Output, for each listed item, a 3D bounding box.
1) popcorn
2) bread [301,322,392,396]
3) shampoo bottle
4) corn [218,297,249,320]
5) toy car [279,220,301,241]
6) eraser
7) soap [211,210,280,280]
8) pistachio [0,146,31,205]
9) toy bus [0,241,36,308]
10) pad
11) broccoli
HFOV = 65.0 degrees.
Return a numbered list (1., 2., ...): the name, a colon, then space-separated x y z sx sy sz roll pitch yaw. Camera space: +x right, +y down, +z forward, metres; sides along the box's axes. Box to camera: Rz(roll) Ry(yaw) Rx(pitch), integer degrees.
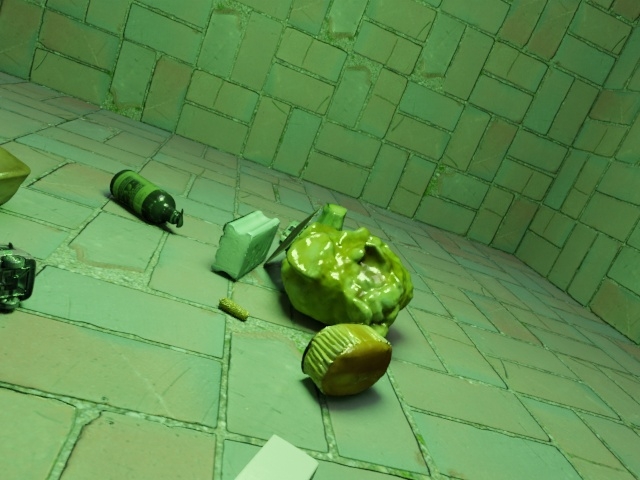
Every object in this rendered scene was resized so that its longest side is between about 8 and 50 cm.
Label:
1. popcorn: 0.059 0.113 1.306 0.334 0.292 0.294 21 -30 19
2. bread: 0.060 0.245 1.025 0.190 0.132 0.114 4 23 -39
3. shampoo bottle: -0.511 -0.117 1.513 0.283 0.101 0.101 30 17 26
4. corn: -0.202 0.157 1.158 0.083 0.028 0.027 30 11 13
5. toy car: -0.087 -0.030 1.853 0.090 0.076 0.224 21 16 1
6. eraser: -0.099 0.343 0.579 0.078 0.076 0.298 27 16 16
7. soap: -0.205 0.009 1.419 0.094 0.150 0.261 21 16 7
8. pistachio: -0.781 -0.137 1.105 0.212 0.163 0.260 -10 16 7
9. toy bus: -0.587 0.062 0.823 0.108 0.096 0.199 26 18 29
10. pad: -0.083 -0.011 1.444 0.002 0.176 0.266 42 -24 -7
11. broccoli: 0.000 0.000 1.557 0.263 0.243 0.247 -5 36 -46
